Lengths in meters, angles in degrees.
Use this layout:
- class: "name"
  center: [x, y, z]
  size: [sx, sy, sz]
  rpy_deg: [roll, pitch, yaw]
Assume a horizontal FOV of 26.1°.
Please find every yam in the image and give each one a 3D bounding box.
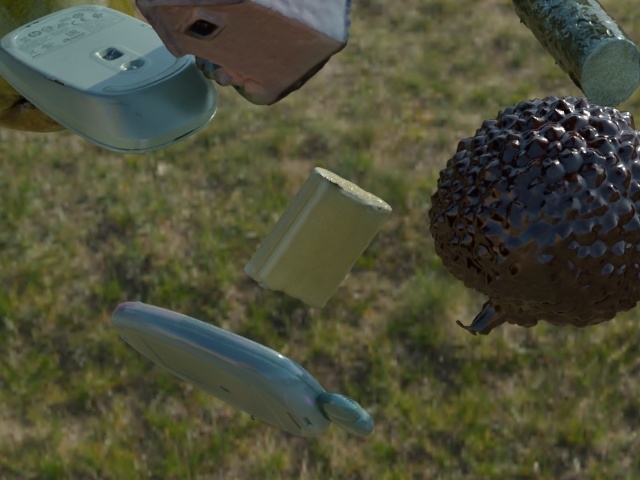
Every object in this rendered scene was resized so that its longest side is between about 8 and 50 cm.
- class: "yam"
  center: [0.252, -0.210, 1.370]
  size: [0.078, 0.078, 0.179]
  rpy_deg: [-13, 44, -12]

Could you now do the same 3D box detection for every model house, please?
- class: "model house"
  center: [-0.112, -0.280, 1.322]
  size: [0.237, 0.202, 0.236]
  rpy_deg: [20, 64, -33]

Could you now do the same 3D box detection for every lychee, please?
- class: "lychee"
  center: [0.249, -0.019, 1.518]
  size: [0.264, 0.300, 0.264]
  rpy_deg: [26, 17, -9]

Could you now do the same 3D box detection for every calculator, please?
- class: "calculator"
  center: [-0.084, 0.136, 1.402]
  size: [0.299, 0.185, 0.041]
  rpy_deg: [21, 70, 22]

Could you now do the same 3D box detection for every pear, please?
- class: "pear"
  center: [-0.440, -0.310, 2.125]
  size: [0.304, 0.304, 0.304]
  rpy_deg: [-2, 39, 1]

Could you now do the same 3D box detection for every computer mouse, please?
- class: "computer mouse"
  center: [-0.229, -0.167, 1.487]
  size: [0.159, 0.097, 0.288]
  rpy_deg: [-32, 40, -29]

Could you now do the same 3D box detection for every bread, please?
- class: "bread"
  center: [0.000, 0.000, 1.861]
  size: [0.139, 0.178, 0.060]
  rpy_deg: [24, 18, -31]
